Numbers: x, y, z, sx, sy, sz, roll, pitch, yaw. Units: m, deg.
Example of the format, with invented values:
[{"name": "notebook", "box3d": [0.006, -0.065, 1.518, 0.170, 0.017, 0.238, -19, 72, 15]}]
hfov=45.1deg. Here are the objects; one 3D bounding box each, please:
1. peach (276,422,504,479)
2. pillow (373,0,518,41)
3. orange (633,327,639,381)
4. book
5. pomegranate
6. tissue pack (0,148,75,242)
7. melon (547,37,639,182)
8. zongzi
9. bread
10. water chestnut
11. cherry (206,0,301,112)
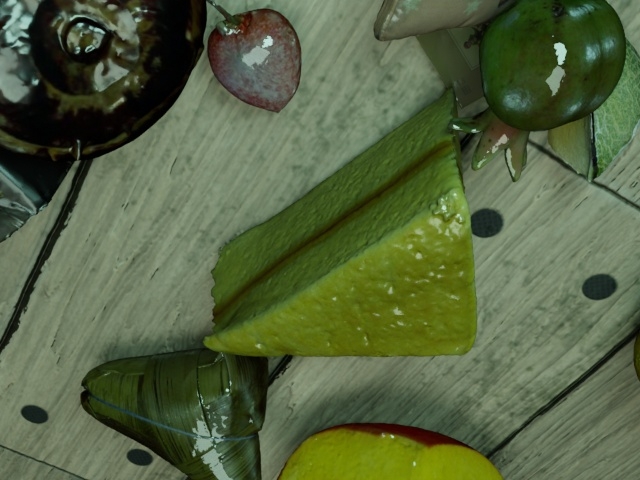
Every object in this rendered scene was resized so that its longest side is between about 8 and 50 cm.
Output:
[{"name": "peach", "box3d": [0.107, 0.428, 1.238, 0.380, 0.242, 0.306, 29, 147, -28]}, {"name": "pillow", "box3d": [0.161, -0.303, 0.724, 0.223, 0.084, 0.236, -18, 138, -38]}, {"name": "orange", "box3d": [0.551, 0.145, 0.995, 0.279, 0.235, 0.279, -6, 133, -7]}, {"name": "book", "box3d": [0.212, -0.248, 0.865, 0.198, 0.016, 0.138, -26, 120, 22]}, {"name": "pomegranate", "box3d": [0.211, -0.157, 0.768, 0.131, 0.152, 0.191, 49, 141, 22]}, {"name": "tissue pack", "box3d": [-0.462, -0.161, 0.879, 0.198, 0.210, 0.370, -36, 115, 20]}, {"name": "melon", "box3d": [0.316, -0.178, 0.871, 0.139, 0.093, 0.203, -17, 110, -24]}, {"name": "zongzi", "box3d": [-0.213, 0.321, 1.180, 0.286, 0.138, 0.300, -9, 87, 13]}, {"name": "bread", "box3d": [0.000, 0.000, 0.928, 0.361, 0.233, 0.245, -6, 130, 12]}, {"name": "water chestnut", "box3d": [-0.266, -0.230, 0.785, 0.300, 0.300, 0.300, 2, 126, 3]}, {"name": "cherry", "box3d": [-0.088, -0.247, 0.855, 0.107, 0.090, 0.226, -9, 117, 30]}]
